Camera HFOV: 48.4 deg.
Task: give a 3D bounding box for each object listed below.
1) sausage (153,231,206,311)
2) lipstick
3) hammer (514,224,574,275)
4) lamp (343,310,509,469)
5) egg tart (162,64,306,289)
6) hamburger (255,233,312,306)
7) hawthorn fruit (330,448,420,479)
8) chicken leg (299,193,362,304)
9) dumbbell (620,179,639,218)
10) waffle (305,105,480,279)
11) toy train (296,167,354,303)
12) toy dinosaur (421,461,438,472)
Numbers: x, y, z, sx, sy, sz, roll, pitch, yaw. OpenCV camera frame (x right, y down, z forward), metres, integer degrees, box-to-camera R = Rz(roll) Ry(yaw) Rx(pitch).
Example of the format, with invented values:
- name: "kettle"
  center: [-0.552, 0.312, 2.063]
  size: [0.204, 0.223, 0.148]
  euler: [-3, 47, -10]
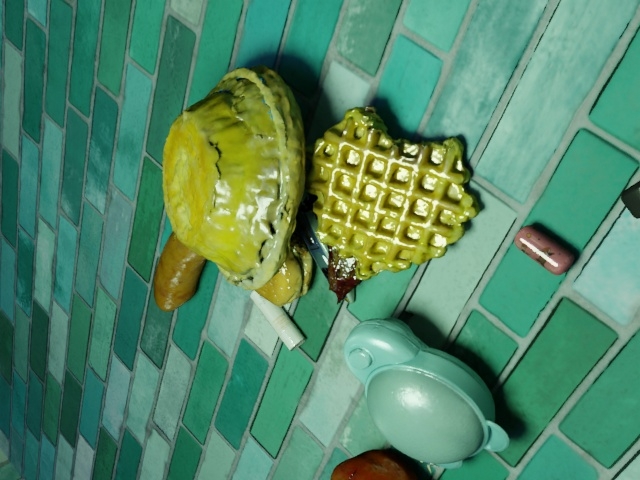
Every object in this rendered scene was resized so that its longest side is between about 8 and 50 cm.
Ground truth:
- name: "sausage"
  center: [-0.292, 0.051, 1.513]
  size: [0.109, 0.109, 0.270]
  euler: [47, 133, 18]
- name: "lipstick"
  center: [-0.086, 0.151, 1.402]
  size: [0.141, 0.040, 0.040]
  euler: [51, 135, 15]
- name: "hammer"
  center: [0.304, 0.013, 0.971]
  size: [0.083, 0.043, 0.043]
  euler: [39, 130, 24]
- name: "lamp"
  center: [0.154, 0.243, 1.137]
  size: [0.284, 0.147, 0.209]
  euler: [56, 138, 11]
- name: "egg tart"
  center: [-0.158, -0.104, 1.193]
  size: [0.388, 0.169, 0.388]
  euler: [4, 95, 60]
- name: "hamburger"
  center: [-0.078, 0.047, 1.320]
  size: [0.138, 0.083, 0.147]
  euler: [27, 129, 33]
- name: "hawthorn fruit"
  center: [0.112, 0.473, 1.252]
  size: [0.202, 0.185, 0.185]
  euler: [23, 122, 35]
- name: "chicken leg"
  center: [0.033, -0.013, 1.193]
  size: [0.105, 0.063, 0.234]
  euler: [-16, 96, 30]
- name: "dumbbell"
  center: [0.434, -0.002, 0.796]
  size: [0.191, 0.100, 0.100]
  euler: [57, 136, 10]
- name: "waffle"
  center: [0.095, -0.077, 1.080]
  size: [0.291, 0.051, 0.291]
  euler: [9, 110, 24]
- name: "toy train"
  center: [0.001, 0.000, 1.249]
  size: [0.055, 0.048, 0.252]
  euler: [-18, 95, 48]
- name: "toy dinosaur"
  center: [0.182, 0.362, 1.245]
  size: [0.083, 0.030, 0.047]
  euler: [57, 134, 10]
